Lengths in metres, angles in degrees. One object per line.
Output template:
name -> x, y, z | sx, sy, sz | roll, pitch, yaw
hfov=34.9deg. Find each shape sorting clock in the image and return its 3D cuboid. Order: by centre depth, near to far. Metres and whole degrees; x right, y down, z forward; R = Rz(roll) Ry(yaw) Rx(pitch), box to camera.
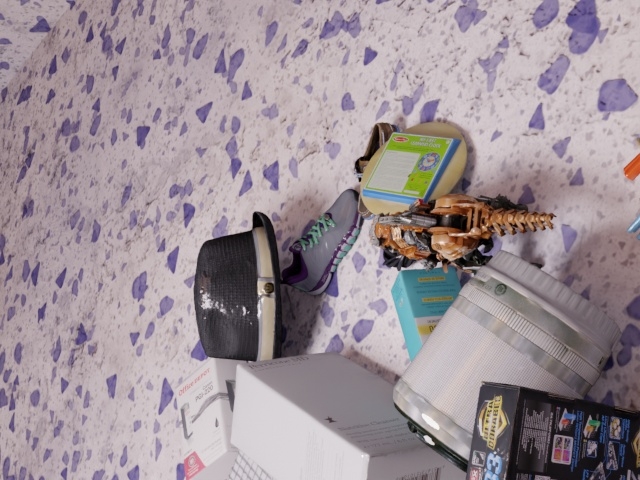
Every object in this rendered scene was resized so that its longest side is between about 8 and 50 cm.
shape sorting clock -> 0.161, -0.121, 1.763 | 0.206, 0.040, 0.206 | -22, 48, 27

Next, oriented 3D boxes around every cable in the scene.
cable -> 0.155, -0.032, 1.779 | 0.184, 0.047, 0.150 | -54, 41, 26

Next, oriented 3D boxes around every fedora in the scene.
fedora -> -0.166, 0.111, 1.965 | 0.334, 0.153, 0.334 | 178, 90, -80

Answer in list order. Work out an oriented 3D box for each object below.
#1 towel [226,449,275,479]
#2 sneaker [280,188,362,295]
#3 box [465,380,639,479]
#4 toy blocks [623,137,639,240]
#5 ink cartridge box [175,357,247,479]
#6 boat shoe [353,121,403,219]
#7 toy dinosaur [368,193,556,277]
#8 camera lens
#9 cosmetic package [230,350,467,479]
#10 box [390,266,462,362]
towel -> -0.060, 0.490, 1.816 | 0.284, 0.121, 0.235 | 34, 106, 51
sneaker -> 0.000, 0.000, 1.928 | 0.083, 0.098, 0.223 | 40, 110, 51
box -> 0.295, 0.339, 1.249 | 0.073, 0.293, 0.295 | -1, 77, 51
toy blocks -> 0.457, -0.085, 1.393 | 0.148, 0.054, 0.123 | -54, 42, 27
ink cartridge box -> -0.211, 0.366, 2.079 | 0.158, 0.092, 0.217 | -42, 46, 36
boat shoe -> 0.095, -0.130, 1.877 | 0.066, 0.066, 0.183 | 13, 88, 54
toy dinosaur -> 0.216, -0.005, 1.542 | 0.322, 0.218, 0.164 | 27, 99, 54
camera lens -> 0.249, 0.179, 1.394 | 0.274, 0.219, 0.219 | -56, 37, 0
cosmetic package -> 0.038, 0.318, 1.644 | 0.385, 0.217, 0.156 | 25, 113, 51
box -> 0.191, 0.159, 1.604 | 0.060, 0.101, 0.244 | 108, 154, -51
